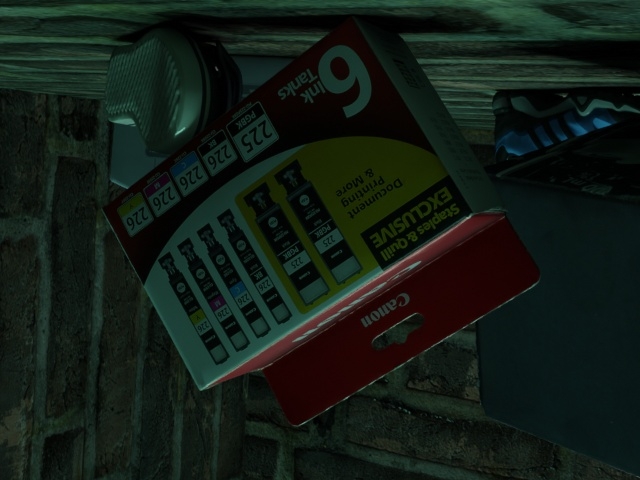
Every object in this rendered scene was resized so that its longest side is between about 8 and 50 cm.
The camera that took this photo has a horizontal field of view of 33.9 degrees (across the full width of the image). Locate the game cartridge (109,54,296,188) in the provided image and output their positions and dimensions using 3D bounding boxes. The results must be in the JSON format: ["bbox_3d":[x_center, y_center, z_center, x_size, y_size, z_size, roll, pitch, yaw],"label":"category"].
[{"bbox_3d":[-0.116,-0.133,1.321,0.297,0.198,0.062,5,-175,13],"label":"game cartridge"}]

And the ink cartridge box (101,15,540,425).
[{"bbox_3d":[0.000,0.000,0.970,0.309,0.271,0.130,-35,169,21],"label":"ink cartridge box"}]

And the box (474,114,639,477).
[{"bbox_3d":[0.484,0.040,1.057,0.472,0.297,0.480,-21,-157,-35],"label":"box"}]

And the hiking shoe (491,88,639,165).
[{"bbox_3d":[0.372,-0.148,1.512,0.113,0.132,0.304,1,-175,-34],"label":"hiking shoe"}]

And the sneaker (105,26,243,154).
[{"bbox_3d":[-0.136,-0.158,1.110,0.128,0.126,0.321,5,-169,-23],"label":"sneaker"}]
